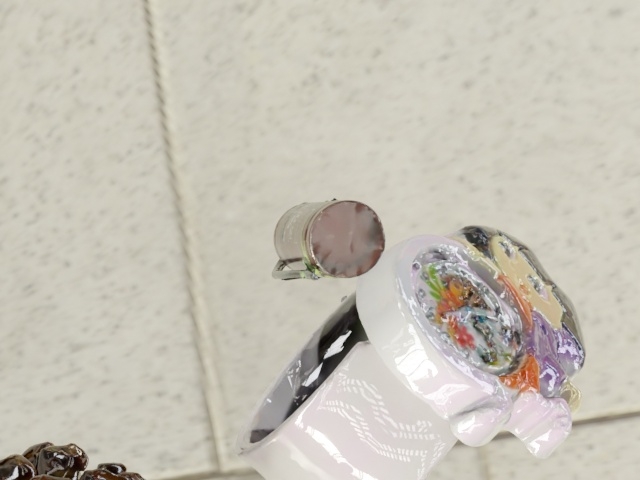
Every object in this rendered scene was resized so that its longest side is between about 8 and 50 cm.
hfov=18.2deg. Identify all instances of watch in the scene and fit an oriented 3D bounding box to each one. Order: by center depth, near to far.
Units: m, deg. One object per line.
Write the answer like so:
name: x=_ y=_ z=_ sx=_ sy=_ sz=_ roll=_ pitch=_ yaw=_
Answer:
watch: x=0.068 y=0.114 z=1.513 sx=0.196 sy=0.231 sz=0.244 roll=41 pitch=32 yaw=-6

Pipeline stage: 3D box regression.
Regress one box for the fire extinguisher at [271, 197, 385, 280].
fire extinguisher: x=0.000 y=0.000 z=1.124 sx=0.043 sy=0.158 sz=0.064 roll=43 pitch=83 yaw=-7

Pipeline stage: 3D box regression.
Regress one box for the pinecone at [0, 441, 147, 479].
pinecone: x=-0.205 y=0.253 z=1.330 sx=0.224 sy=0.224 sz=0.272 roll=37 pitch=45 yaw=-13
